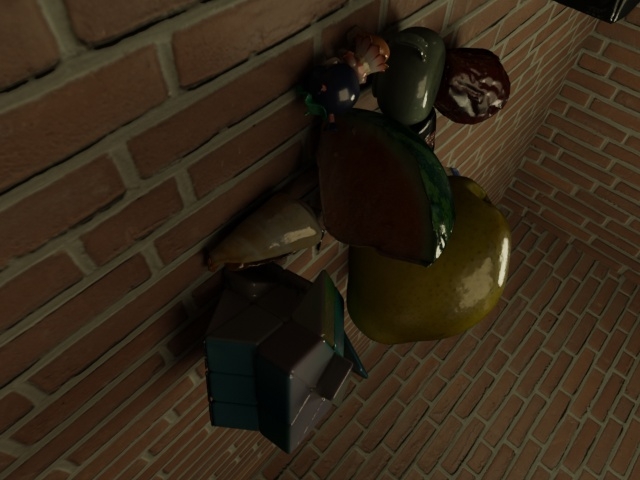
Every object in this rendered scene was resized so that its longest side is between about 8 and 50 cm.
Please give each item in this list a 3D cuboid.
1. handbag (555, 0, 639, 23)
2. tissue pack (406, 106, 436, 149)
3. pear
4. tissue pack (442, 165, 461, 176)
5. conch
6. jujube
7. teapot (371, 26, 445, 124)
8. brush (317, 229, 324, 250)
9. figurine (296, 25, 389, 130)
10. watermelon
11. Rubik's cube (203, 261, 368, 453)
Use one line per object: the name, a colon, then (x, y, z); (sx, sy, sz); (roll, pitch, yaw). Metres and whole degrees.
handbag: (0.730, -0.765, 1.215); (0.178, 0.302, 0.275); (-39, 152, -16)
tissue pack: (0.184, -0.188, 1.220); (0.332, 0.123, 0.245); (-48, 155, -12)
pear: (0.238, 0.047, 1.059); (0.418, 0.362, 0.362); (-54, 159, 21)
tissue pack: (0.489, -0.123, 1.712); (0.137, 0.269, 0.209); (2, 133, -12)
conch: (-0.113, -0.023, 0.928); (0.255, 0.127, 0.158); (-15, 173, -25)
jujube: (0.381, -0.408, 1.194); (0.290, 0.197, 0.197); (-3, 128, -42)
teapot: (0.179, -0.342, 0.950); (0.294, 0.130, 0.193); (31, 76, -72)
brush: (0.000, 0.000, 1.287); (0.024, 0.008, 0.083); (-39, 154, -39)
figurine: (0.040, -0.295, 0.808); (0.195, 0.102, 0.111); (-48, 135, -6)
watermelon: (0.118, -0.150, 0.881); (0.319, 0.292, 0.222); (-57, 140, -34)
Rubik's cube: (-0.088, 0.233, 1.031); (0.368, 0.358, 0.387); (-35, 141, -45)
